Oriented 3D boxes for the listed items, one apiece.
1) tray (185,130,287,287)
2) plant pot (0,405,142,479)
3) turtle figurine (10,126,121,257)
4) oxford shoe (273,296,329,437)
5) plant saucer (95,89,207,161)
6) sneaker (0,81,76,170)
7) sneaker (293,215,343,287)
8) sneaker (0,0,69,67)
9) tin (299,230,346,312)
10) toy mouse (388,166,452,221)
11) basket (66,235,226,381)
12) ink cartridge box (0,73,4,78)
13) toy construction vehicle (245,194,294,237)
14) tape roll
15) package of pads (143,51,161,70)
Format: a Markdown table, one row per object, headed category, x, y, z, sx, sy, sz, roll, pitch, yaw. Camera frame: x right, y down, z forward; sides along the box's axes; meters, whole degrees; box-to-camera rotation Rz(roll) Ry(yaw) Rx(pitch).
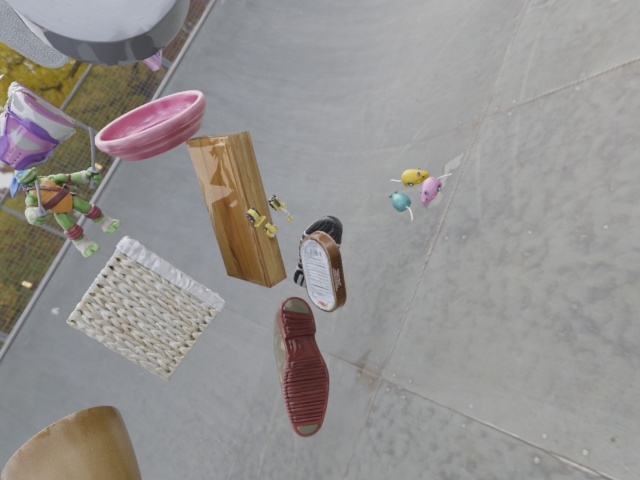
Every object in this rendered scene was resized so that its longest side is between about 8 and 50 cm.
| category | x | y | z | sx | sy | sz | roll | pitch | yaw |
| --- | --- | --- | --- | --- | --- | --- | --- | --- | --- |
| tray | -0.229 | -0.081 | 1.193 | 0.202 | 0.411 | 0.076 | 9 | 31 | 44 |
| plant pot | -0.463 | 0.517 | 0.881 | 0.254 | 0.237 | 0.237 | 42 | 105 | 27 |
| turtle figurine | -0.643 | -0.094 | 1.137 | 0.274 | 0.266 | 0.198 | -21 | 40 | 13 |
| oxford shoe | -0.060 | 0.333 | 1.160 | 0.130 | 0.123 | 0.348 | 131 | 138 | -56 |
| plant saucer | -0.474 | -0.326 | 1.261 | 0.332 | 0.084 | 0.332 | -14 | 35 | 10 |
| sneaker | -0.427 | -0.160 | 0.637 | 0.105 | 0.095 | 0.236 | -56 | 35 | 0 |
| sneaker | 0.000 | 0.000 | 1.254 | 0.163 | 0.106 | 0.281 | -67 | 3 | -47 |
| sneaker | -0.612 | -0.449 | 0.832 | 0.108 | 0.292 | 0.169 | -47 | 31 | 13 |
| tin | 0.004 | 0.073 | 0.977 | 0.040 | 0.190 | 0.106 | -23 | 23 | -34 |
| toy mouse | 0.201 | -0.105 | 0.945 | 0.161 | 0.031 | 0.143 | -10 | 48 | 38 |
| basket | -0.498 | 0.181 | 1.266 | 0.266 | 0.331 | 0.328 | -55 | 18 | -13 |
| ink cartridge box | -0.423 | -0.183 | 0.524 | 0.048 | 0.028 | 0.083 | -21 | 44 | 12 |
| toy construction vehicle | -0.113 | -0.056 | 1.011 | 0.086 | 0.098 | 0.035 | -49 | 40 | -16 |
| tape roll | -0.270 | -0.332 | 0.525 | 0.219 | 0.219 | 0.072 | -62 | 13 | -7 |
| package of pads | -0.457 | -0.504 | 1.187 | 0.032 | 0.050 | 0.083 | -23 | 54 | 18 |
